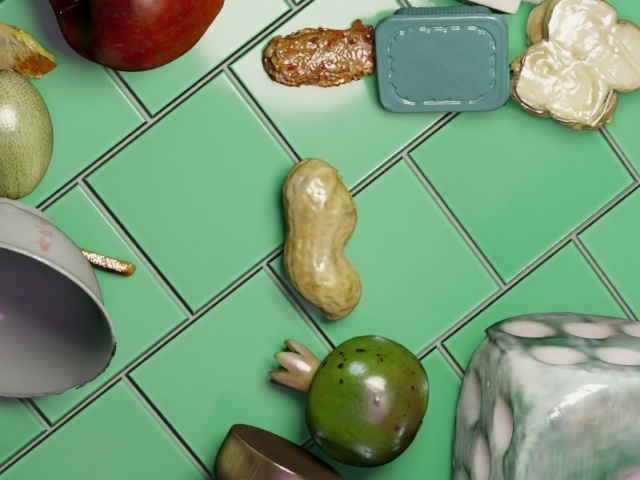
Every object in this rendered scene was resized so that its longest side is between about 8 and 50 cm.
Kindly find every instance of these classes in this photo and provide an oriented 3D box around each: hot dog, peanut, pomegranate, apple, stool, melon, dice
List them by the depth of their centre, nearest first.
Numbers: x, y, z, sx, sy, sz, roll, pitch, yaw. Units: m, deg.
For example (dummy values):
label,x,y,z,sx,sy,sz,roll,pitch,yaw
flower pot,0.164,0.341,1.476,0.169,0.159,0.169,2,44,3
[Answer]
label,x,y,z,sx,sy,sz,roll,pitch,yaw
apple,-0.235,-0.324,1.747,0.234,0.234,0.234,-1,99,-9
melon,-0.416,-0.144,1.774,0.139,0.139,0.192,-9,116,-8
hot dog,-0.426,-0.255,1.796,0.169,0.061,0.078,6,140,-9
dice,0.375,0.293,1.873,0.328,0.330,0.348,3,97,-10
peanut,0.000,0.000,1.889,0.103,0.098,0.229,0,102,18
stool,-0.103,0.408,1.891,0.179,0.179,0.264,27,94,-12
pomegranate,0.037,0.209,1.898,0.225,0.187,0.187,22,95,17

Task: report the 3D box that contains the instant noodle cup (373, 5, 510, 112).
label,x,y,z,sx,sy,sz,roll,pitch,yaw
instant noodle cup,0.165,-0.251,1.852,0.179,0.070,0.157,0,134,8

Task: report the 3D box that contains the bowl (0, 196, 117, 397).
label,x,y,z,sx,sy,sz,roll,pitch,yaw
bowl,-0.419,0.046,1.770,0.346,0.345,0.157,15,52,-11

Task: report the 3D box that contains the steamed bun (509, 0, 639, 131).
label,x,y,z,sx,sy,sz,roll,pitch,yaw
steamed bun,0.359,-0.244,1.906,0.192,0.106,0.177,19,99,-5

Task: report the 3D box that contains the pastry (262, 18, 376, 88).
label,x,y,z,sx,sy,sz,roll,pitch,yaw
pastry,0.008,-0.249,1.867,0.169,0.063,0.087,-11,98,-6

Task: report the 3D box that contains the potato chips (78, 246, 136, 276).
label,x,y,z,sx,sy,sz,roll,pitch,yaw
potato chips,-0.347,0.006,1.869,0.204,0.026,0.037,25,80,-11

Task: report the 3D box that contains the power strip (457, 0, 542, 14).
label,x,y,z,sx,sy,sz,roll,pitch,yaw
power strip,0.140,-0.366,1.852,0.338,0.098,0.058,15,97,-11
